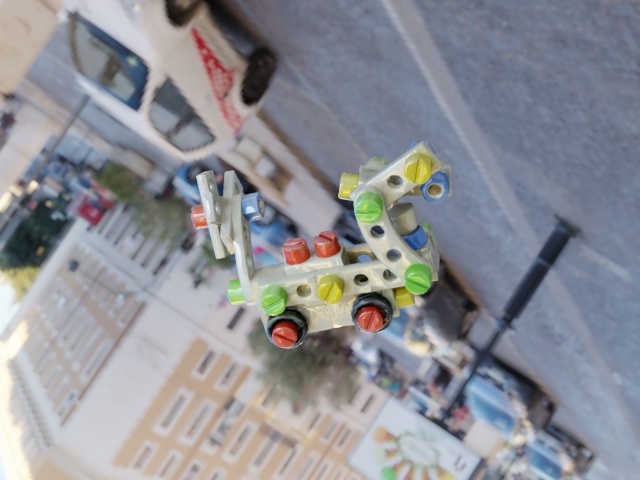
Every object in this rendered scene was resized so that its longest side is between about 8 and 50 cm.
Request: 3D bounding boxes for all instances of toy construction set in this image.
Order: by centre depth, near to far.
[{"bbox_3d":[0.000,0.000,1.379,0.327,0.151,0.215,-3,120,26],"label":"toy construction set"}]
